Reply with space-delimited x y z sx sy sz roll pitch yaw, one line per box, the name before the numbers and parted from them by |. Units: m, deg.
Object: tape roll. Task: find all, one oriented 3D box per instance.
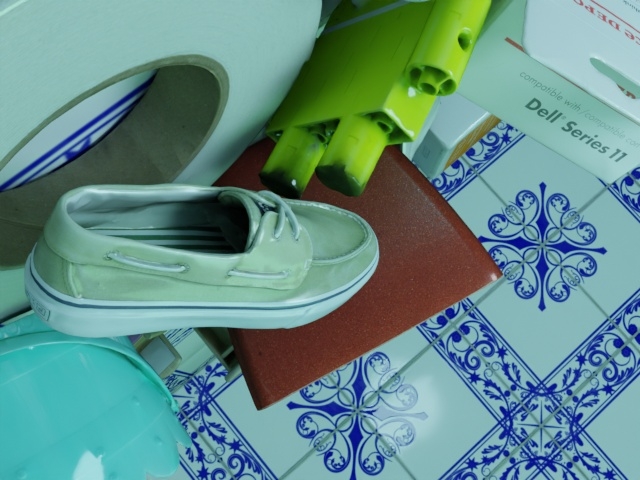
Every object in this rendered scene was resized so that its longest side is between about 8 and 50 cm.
tape roll | -0.164 -0.073 0.464 0.392 0.072 0.392 -39 172 -7

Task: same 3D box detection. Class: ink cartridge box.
ink cartridge box | 0.233 -0.199 0.640 0.119 0.207 0.354 -47 -159 48

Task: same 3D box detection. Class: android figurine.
android figurine | 0.044 -0.162 0.599 0.248 0.056 0.273 4 -117 54

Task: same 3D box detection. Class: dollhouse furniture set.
dollhouse furniture set | -0.218 0.133 0.899 0.286 0.198 0.303 -43 172 18

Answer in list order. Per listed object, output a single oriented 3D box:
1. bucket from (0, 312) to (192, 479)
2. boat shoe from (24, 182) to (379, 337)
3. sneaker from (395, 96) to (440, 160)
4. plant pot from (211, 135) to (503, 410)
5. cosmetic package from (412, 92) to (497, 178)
bucket | -0.279 0.172 0.625 0.281 0.183 0.281 -25 -176 2
boat shoe | -0.062 0.008 0.522 0.302 0.109 0.094 -8 147 -38
sneaker | 0.101 -0.205 0.832 0.123 0.105 0.290 -56 165 -39
plant pot | 0.000 0.000 0.765 0.267 0.236 0.267 -29 179 -2
cosmetic package | 0.298 -0.314 1.042 0.453 0.161 0.230 -41 173 -1
